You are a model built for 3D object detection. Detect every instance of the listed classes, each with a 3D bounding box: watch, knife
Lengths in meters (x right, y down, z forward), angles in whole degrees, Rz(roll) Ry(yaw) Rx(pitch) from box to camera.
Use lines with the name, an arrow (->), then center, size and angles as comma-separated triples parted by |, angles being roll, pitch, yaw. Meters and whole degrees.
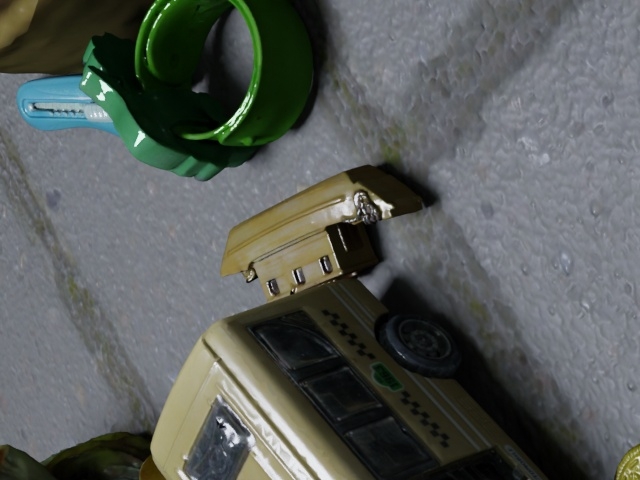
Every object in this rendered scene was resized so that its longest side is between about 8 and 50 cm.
watch -> -0.096, -0.141, 1.417 | 0.152, 0.131, 0.165 | -50, 61, 28
knife -> -0.201, -0.114, 1.590 | 0.222, 0.031, 0.064 | 7, 121, 46

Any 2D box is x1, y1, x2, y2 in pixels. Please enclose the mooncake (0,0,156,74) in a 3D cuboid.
mooncake -> -0.282, -0.337, 1.492 | 0.393, 0.246, 0.394 | -33, 77, 38

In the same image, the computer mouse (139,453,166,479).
computer mouse -> -0.042, 0.226, 1.431 | 0.245, 0.126, 0.056 | 45, 152, 33

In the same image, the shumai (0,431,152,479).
shumai -> -0.242, 0.301, 1.516 | 0.309, 0.263, 0.304 | -26, 62, 39

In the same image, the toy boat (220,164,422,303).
toy boat -> 0.000, 0.000, 1.385 | 0.200, 0.057, 0.077 | -25, 84, 45

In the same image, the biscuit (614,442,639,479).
biscuit -> 0.231, 0.171, 1.194 | 0.084, 0.023, 0.084 | 11, 106, 45

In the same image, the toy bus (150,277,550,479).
toy bus -> 0.054, 0.207, 1.261 | 0.365, 0.202, 0.177 | 46, 128, 29
